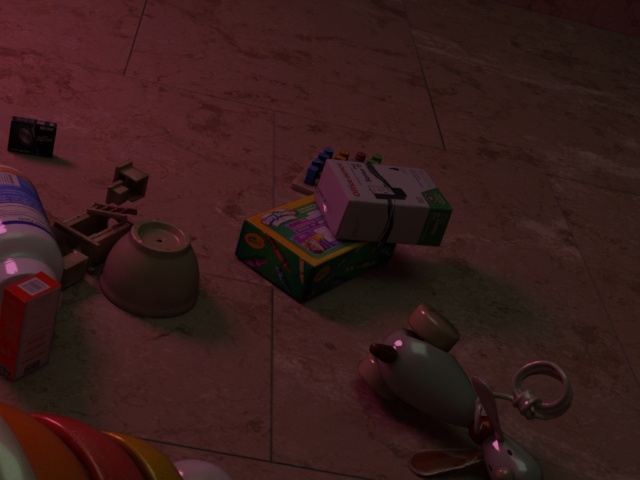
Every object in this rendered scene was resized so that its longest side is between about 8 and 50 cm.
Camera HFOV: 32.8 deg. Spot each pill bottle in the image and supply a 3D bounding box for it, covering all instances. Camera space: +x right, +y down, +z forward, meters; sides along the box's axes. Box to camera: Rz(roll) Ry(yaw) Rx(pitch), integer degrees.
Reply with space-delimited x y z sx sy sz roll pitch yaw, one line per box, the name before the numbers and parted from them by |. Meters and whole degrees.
pill bottle | -0.473 0.015 1.635 0.152 0.152 0.272 -1 36 -29

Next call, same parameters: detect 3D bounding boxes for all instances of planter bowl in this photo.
planter bowl | -0.268 0.033 1.756 0.162 0.109 0.162 13 30 -7

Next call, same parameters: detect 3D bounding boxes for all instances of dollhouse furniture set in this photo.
dollhouse furniture set | -0.384 -0.040 1.762 0.101 0.161 0.182 28 31 18

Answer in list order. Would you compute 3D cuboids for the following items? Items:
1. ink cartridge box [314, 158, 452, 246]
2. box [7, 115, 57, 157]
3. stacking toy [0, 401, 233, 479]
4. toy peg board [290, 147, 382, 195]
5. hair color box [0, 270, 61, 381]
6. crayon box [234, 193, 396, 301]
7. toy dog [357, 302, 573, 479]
ink cartridge box | 0.111 -0.069 1.980 0.208 0.087 0.153 4 33 -23
box | -0.537 -0.193 2.028 0.083 0.067 0.018 9 31 -16
stacking toy | -0.249 0.313 1.177 0.350 0.351 0.480 39 21 32
toy peg board | 0.046 -0.141 2.238 0.160 0.079 0.161 23 30 8
hair color box | -0.407 0.119 1.507 0.043 0.141 0.072 30 32 22
crayon box | 0.000 0.000 1.977 0.165 0.081 0.278 34 34 26
toy dog | 0.182 0.233 1.597 0.333 0.220 0.161 25 7 31
